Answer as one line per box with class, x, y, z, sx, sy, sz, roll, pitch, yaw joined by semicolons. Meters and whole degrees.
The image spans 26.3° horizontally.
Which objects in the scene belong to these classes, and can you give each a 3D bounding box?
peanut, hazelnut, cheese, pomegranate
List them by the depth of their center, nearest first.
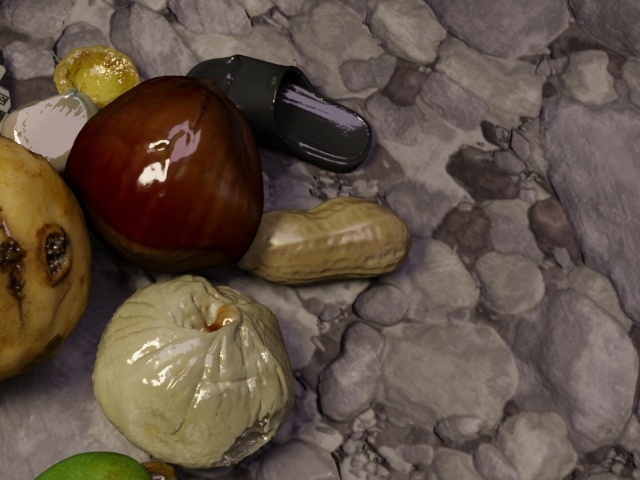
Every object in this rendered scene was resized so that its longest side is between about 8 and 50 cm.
pomegranate;-0.351;0.018;1.357;0.260;0.260;0.260;8;60;-13
hazelnut;-0.166;-0.077;1.467;0.229;0.229;0.230;8;60;-13
cheese;-0.324;-0.105;1.526;0.171;0.047;0.092;-32;92;-16
peanut;0.000;0.000;1.559;0.214;0.090;0.099;-6;78;-21

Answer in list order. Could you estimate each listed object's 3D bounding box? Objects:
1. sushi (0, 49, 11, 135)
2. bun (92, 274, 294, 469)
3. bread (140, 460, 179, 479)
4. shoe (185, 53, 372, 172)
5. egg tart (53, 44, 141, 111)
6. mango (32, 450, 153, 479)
sushi;-0.414;-0.156;1.555;0.120;0.026;0.126;-3;67;-22
bun;-0.122;0.121;1.421;0.220;0.134;0.220;12;47;-14
bread;-0.163;0.274;1.376;0.066;0.060;0.110;-27;70;5
shoe;-0.044;-0.166;1.638;0.241;0.093;0.108;21;59;-7
egg tart;-0.262;-0.181;1.607;0.105;0.039;0.105;7;60;-13
mango;-0.204;0.362;1.233;0.225;0.201;0.382;-12;53;12
